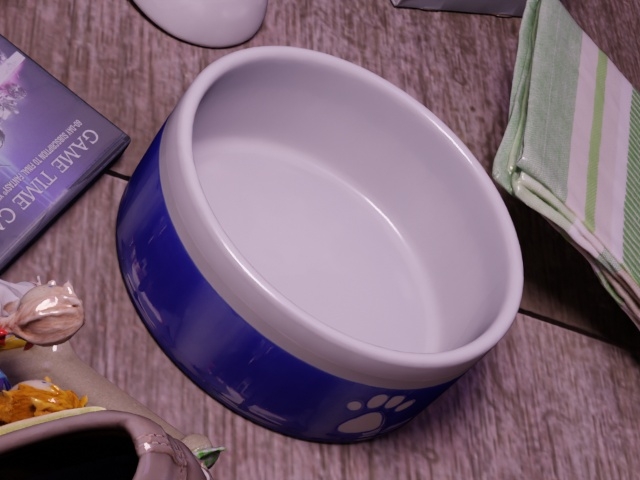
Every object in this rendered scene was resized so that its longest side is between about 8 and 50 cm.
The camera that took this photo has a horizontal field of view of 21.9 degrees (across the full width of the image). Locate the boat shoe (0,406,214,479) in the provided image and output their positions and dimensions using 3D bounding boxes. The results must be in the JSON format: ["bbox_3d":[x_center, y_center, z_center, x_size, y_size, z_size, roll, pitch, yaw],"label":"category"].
[{"bbox_3d":[-0.196,0.154,0.687,0.096,0.324,0.116,65,8,-49],"label":"boat shoe"}]

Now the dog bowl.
[{"bbox_3d":[0.000,0.000,1.117,0.265,0.104,0.264,22,43,-22],"label":"dog bowl"}]

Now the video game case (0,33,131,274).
[{"bbox_3d":[-0.277,-0.100,1.058,0.274,0.026,0.196,39,40,-2],"label":"video game case"}]

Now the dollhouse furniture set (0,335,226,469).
[{"bbox_3d":[-0.142,0.185,0.867,0.302,0.151,0.198,30,23,36],"label":"dollhouse furniture set"}]

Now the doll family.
[{"bbox_3d":[-0.203,0.062,0.797,0.163,0.118,0.263,14,-2,13],"label":"doll family"}]

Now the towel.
[{"bbox_3d":[0.255,-0.021,1.315,0.325,0.038,0.248,44,37,-23],"label":"towel"}]

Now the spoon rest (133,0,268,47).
[{"bbox_3d":[-0.126,-0.273,1.308,0.137,0.084,0.276,-9,73,-41],"label":"spoon rest"}]

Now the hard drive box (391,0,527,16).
[{"bbox_3d":[0.110,-0.321,1.509,0.181,0.089,0.232,-1,55,-39],"label":"hard drive box"}]
